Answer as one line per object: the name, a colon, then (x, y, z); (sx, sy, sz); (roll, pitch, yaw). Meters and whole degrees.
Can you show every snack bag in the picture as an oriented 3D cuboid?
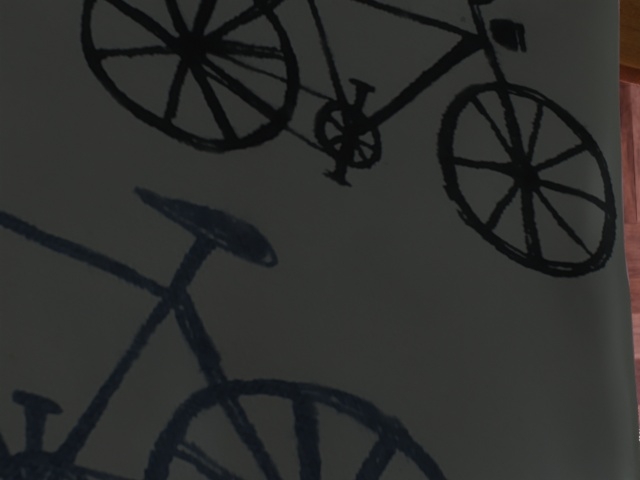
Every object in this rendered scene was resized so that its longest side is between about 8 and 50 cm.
snack bag: (-0.054, -0.023, 0.468); (0.037, 0.323, 0.342); (-42, -144, 49)

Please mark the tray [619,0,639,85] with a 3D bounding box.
tray: (0.110, -0.212, 1.141); (0.411, 0.203, 0.076); (51, -55, 51)
